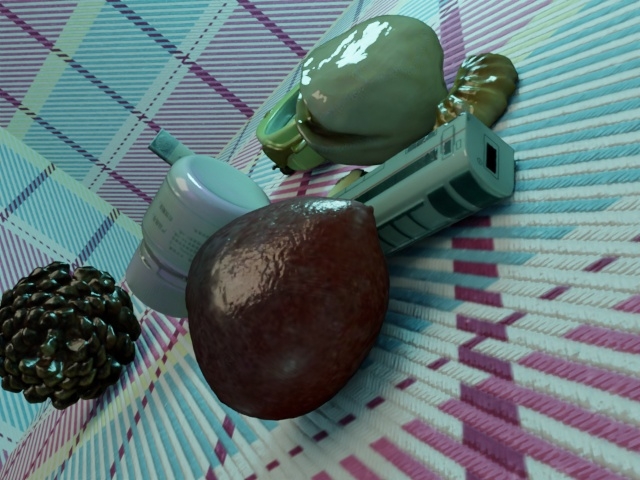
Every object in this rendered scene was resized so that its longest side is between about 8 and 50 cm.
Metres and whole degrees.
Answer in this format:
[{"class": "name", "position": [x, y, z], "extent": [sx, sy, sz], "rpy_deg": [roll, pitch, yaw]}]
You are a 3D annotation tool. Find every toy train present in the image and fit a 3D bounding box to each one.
[{"class": "toy train", "position": [0.049, -0.012, 0.769], "extent": [0.407, 0.086, 0.088], "rpy_deg": [-30, 40, 43]}]

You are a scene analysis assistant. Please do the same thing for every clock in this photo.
[{"class": "clock", "position": [-0.007, -0.275, 1.361], "extent": [0.286, 0.117, 0.348], "rpy_deg": [-40, 23, 11]}]

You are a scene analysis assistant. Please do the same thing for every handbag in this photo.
[{"class": "handbag", "position": [-0.070, -0.207, 1.546], "extent": [0.111, 0.047, 0.072], "rpy_deg": [-22, 45, 46]}]

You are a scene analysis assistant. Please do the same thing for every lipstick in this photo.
[{"class": "lipstick", "position": [-0.356, -0.200, 1.802], "extent": [0.066, 0.317, 0.068], "rpy_deg": [-56, 18, -12]}]

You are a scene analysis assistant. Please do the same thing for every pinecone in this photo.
[{"class": "pinecone", "position": [-0.686, 0.248, 1.693], "extent": [0.398, 0.397, 0.398], "rpy_deg": [-45, 19, 20]}]

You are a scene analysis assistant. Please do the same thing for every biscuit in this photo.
[{"class": "biscuit", "position": [0.201, -0.193, 0.819], "extent": [0.118, 0.061, 0.183], "rpy_deg": [-19, 36, 58]}]

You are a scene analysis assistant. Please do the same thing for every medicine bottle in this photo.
[{"class": "medicine bottle", "position": [-0.269, -0.004, 1.328], "extent": [0.302, 0.241, 0.241], "rpy_deg": [-55, 15, 22]}]

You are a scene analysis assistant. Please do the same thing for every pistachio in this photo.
[{"class": "pistachio", "position": [0.078, -0.227, 0.934], "extent": [0.332, 0.226, 0.208], "rpy_deg": [-54, -7, -42]}]

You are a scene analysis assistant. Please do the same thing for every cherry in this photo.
[{"class": "cherry", "position": [-0.026, 0.067, 0.668], "extent": [0.239, 0.206, 0.239], "rpy_deg": [-17, 36, 13]}]

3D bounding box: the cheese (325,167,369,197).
[{"class": "cheese", "position": [0.000, 0.000, 0.959], "extent": [0.255, 0.050, 0.127], "rpy_deg": [-54, 20, -2]}]
